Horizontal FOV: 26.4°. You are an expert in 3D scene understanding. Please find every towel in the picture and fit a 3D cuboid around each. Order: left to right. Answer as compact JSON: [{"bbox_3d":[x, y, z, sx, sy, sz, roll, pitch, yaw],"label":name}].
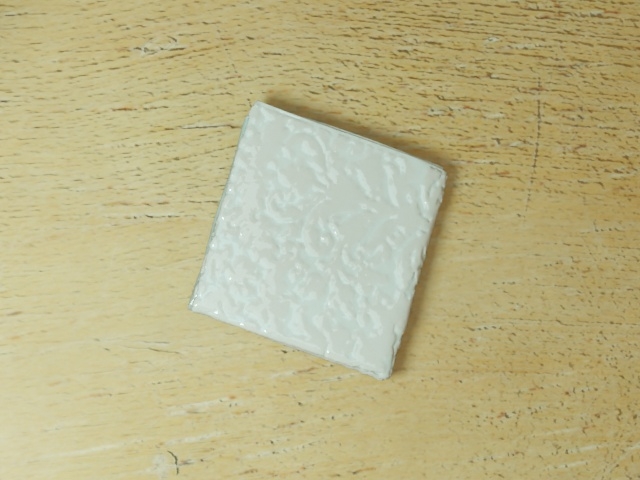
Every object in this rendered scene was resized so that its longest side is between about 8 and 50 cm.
[{"bbox_3d":[0.000,0.000,1.975,0.317,0.053,0.332,19,77,-11],"label":"towel"}]
